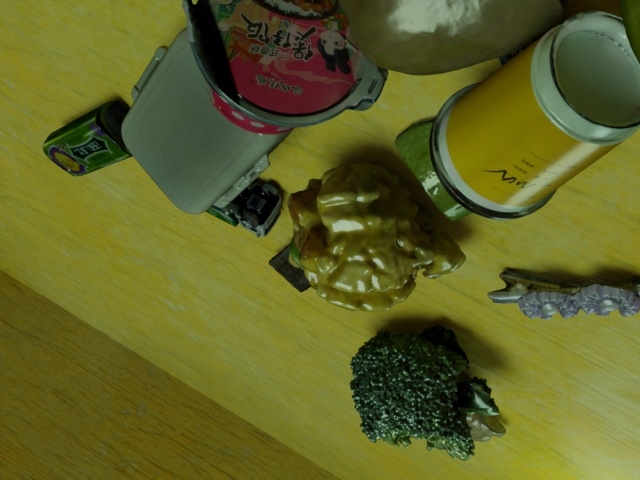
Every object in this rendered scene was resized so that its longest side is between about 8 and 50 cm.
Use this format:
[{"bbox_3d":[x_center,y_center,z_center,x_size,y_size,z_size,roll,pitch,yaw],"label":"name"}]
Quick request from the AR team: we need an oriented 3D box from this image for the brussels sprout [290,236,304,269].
[{"bbox_3d":[0.003,0.002,1.283,0.117,0.155,0.155,17,145,24],"label":"brussels sprout"}]

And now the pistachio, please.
[{"bbox_3d":[0.148,-0.289,0.731,0.260,0.163,0.213,-1,167,41],"label":"pistachio"}]

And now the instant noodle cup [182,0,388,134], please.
[{"bbox_3d":[-0.071,-0.265,0.913,0.302,0.258,0.181,39,162,-9],"label":"instant noodle cup"}]

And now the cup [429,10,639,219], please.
[{"bbox_3d":[0.258,-0.143,0.748,0.196,0.196,0.279,36,163,-2],"label":"cup"}]

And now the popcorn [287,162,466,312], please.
[{"bbox_3d":[0.095,0.001,1.091,0.332,0.265,0.225,19,145,-9],"label":"popcorn"}]

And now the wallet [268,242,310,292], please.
[{"bbox_3d":[-0.029,0.048,1.466,0.124,0.042,0.230,43,146,-9],"label":"wallet"}]

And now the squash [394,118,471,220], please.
[{"bbox_3d":[0.214,-0.103,0.991,0.192,0.085,0.184,46,148,-20],"label":"squash"}]

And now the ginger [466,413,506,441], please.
[{"bbox_3d":[0.386,0.488,1.643,0.137,0.074,0.213,51,142,-9],"label":"ginger"}]

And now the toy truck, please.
[{"bbox_3d":[-0.209,-0.101,1.377,0.253,0.114,0.124,28,162,12],"label":"toy truck"}]

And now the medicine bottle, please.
[{"bbox_3d":[-0.218,-0.217,1.154,0.282,0.123,0.375,50,138,-6],"label":"medicine bottle"}]

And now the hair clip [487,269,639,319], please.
[{"bbox_3d":[0.438,0.093,1.065,0.292,0.084,0.106,-3,151,39],"label":"hair clip"}]

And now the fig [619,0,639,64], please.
[{"bbox_3d":[0.364,-0.218,0.475,0.258,0.326,0.258,10,110,31],"label":"fig"}]

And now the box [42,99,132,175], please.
[{"bbox_3d":[-0.557,-0.245,1.522,0.345,0.097,0.134,-7,138,48],"label":"box"}]

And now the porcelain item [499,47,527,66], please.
[{"bbox_3d":[0.298,-0.240,0.783,0.136,0.021,0.075,22,147,21],"label":"porcelain item"}]

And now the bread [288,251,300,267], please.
[{"bbox_3d":[-0.029,0.036,1.391,0.083,0.035,0.070,21,139,9],"label":"bread"}]

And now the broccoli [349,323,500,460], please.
[{"bbox_3d":[0.228,0.346,1.428,0.317,0.277,0.338,13,156,-1],"label":"broccoli"}]
